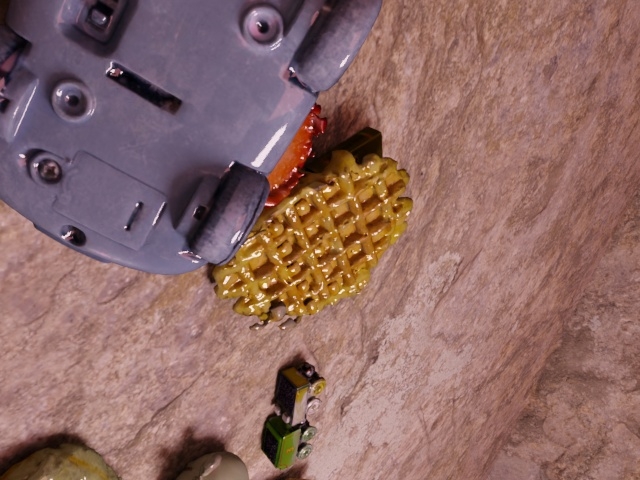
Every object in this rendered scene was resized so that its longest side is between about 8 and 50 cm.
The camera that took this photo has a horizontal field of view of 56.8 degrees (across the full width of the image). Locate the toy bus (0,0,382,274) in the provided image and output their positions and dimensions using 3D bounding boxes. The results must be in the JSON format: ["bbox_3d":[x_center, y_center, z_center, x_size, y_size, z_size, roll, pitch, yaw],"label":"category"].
[{"bbox_3d":[-0.100,-0.137,0.435,0.197,0.232,0.294,28,107,-13],"label":"toy bus"}]

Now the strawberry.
[{"bbox_3d":[-0.068,-0.099,0.617,0.145,0.086,0.145,-29,137,-31],"label":"strawberry"}]

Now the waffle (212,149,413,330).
[{"bbox_3d":[-0.002,-0.002,0.762,0.280,0.060,0.262,7,116,-42],"label":"waffle"}]

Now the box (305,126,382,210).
[{"bbox_3d":[0.040,-0.050,0.837,0.121,0.030,0.193,-36,141,-27],"label":"box"}]

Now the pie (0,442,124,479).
[{"bbox_3d":[-0.309,0.352,0.676,0.201,0.090,0.248,-36,137,-22],"label":"pie"}]

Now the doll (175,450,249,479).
[{"bbox_3d":[-0.163,0.405,0.886,0.155,0.113,0.275,-43,137,-34],"label":"doll"}]

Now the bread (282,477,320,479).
[{"bbox_3d":[-0.080,0.580,1.084,0.119,0.152,0.288,26,98,-11],"label":"bread"}]

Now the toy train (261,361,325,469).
[{"bbox_3d":[-0.046,0.289,0.971,0.081,0.060,0.202,-14,125,-38],"label":"toy train"}]
